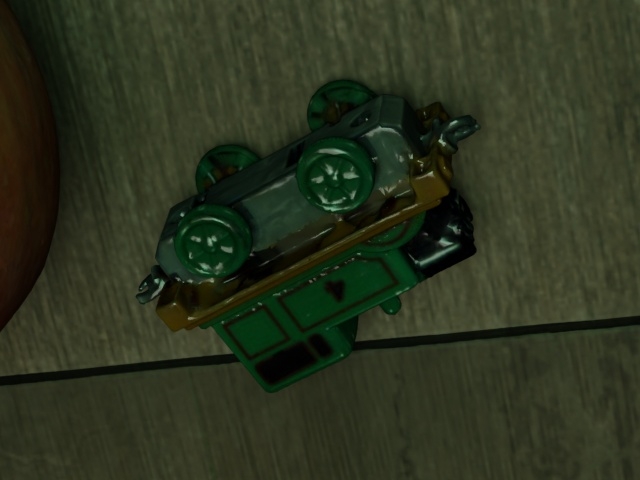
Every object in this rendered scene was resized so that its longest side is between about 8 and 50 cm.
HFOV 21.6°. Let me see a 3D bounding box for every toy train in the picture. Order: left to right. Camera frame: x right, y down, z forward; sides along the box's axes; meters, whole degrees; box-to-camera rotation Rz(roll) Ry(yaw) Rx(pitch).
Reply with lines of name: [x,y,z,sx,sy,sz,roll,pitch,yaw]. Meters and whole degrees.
toy train: [0.000,0.000,0.953,0.228,0.091,0.136,-26,114,18]

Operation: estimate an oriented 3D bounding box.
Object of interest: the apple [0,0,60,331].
apple: [-0.320,-0.054,0.857,0.364,0.364,0.364,4,111,10]
